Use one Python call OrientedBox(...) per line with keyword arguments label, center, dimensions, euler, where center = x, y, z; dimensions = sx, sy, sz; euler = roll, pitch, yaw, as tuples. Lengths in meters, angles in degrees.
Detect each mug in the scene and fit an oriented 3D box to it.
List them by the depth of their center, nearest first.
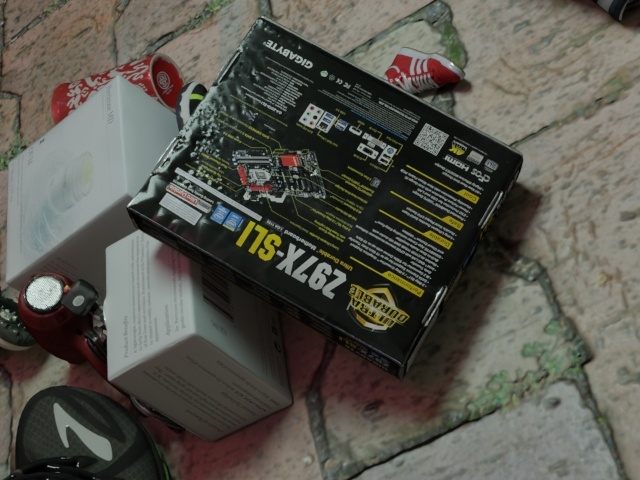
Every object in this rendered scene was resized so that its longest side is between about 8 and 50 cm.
OrientedBox(label="mug", center=(-0.282, -0.212, 1.707), dimensions=(0.169, 0.113, 0.150), euler=(-17, 53, 27))

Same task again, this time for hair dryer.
OrientedBox(label="hair dryer", center=(-0.276, 0.137, 1.413), dimensions=(0.080, 0.223, 0.293), euler=(-34, 16, -17))

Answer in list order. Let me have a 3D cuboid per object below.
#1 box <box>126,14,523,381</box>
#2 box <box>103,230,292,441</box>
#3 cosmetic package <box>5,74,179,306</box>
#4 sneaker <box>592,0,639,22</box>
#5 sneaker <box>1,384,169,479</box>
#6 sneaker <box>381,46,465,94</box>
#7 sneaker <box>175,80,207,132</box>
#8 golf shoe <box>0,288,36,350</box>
OrientedBox(label="box", center=(0.007, -0.049, 1.222), dimensions=(0.322, 0.079, 0.257), euler=(29, 75, 9))
OrientedBox(label="box", center=(-0.135, 0.093, 1.310), dimensions=(0.119, 0.182, 0.181), euler=(-27, 47, 21))
OrientedBox(label="cosmetic package", center=(-0.290, -0.054, 1.569), dimensions=(0.225, 0.138, 0.224), euler=(-33, 45, 22))
OrientedBox(label="sneaker", center=(0.280, -0.318, 1.328), dimensions=(0.099, 0.153, 0.282), euler=(-53, 12, 0))
OrientedBox(label="sneaker", center=(-0.261, 0.294, 1.217), dimensions=(0.185, 0.202, 0.483), euler=(-23, 33, 2))
OrientedBox(label="sneaker", center=(0.115, -0.187, 1.399), dimensions=(0.067, 0.042, 0.118), euler=(-52, 34, -8))
OrientedBox(label="sneaker", center=(-0.126, -0.120, 1.549), dimensions=(0.097, 0.084, 0.234), euler=(-15, 51, 4))
OrientedBox(label="golf shoe", center=(-0.464, 0.124, 1.647), dimensions=(0.273, 0.105, 0.120), euler=(17, 89, 51))
